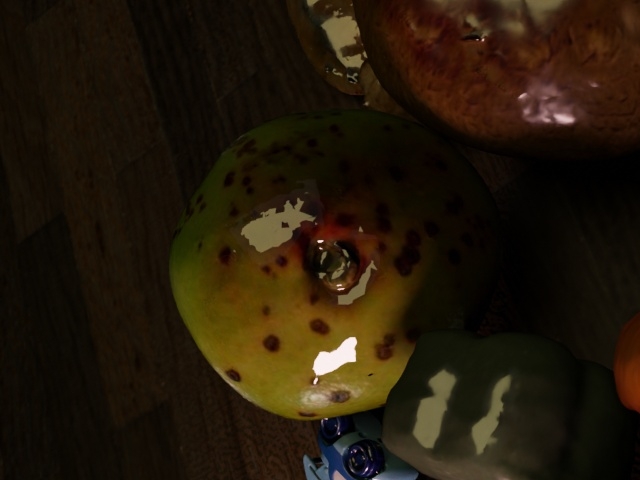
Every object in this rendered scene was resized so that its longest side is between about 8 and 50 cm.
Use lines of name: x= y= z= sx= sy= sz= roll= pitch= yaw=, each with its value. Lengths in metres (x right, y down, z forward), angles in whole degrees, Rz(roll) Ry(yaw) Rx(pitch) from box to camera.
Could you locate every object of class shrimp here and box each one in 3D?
shrimp: x=0.019 y=-0.241 z=1.293 sx=0.117 sy=0.066 sz=0.262 roll=-21 pitch=71 yaw=11

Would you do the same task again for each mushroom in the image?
mushroom: x=0.170 y=-0.209 z=1.066 sx=0.345 sy=0.239 sz=0.345 roll=-1 pitch=84 yaw=15

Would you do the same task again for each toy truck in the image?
toy truck: x=0.043 y=0.176 z=1.069 sx=0.136 sy=0.063 sz=0.074 roll=47 pitch=122 yaw=43

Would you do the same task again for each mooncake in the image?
mooncake: x=0.120 y=0.119 z=0.965 sx=0.169 sy=0.175 sz=0.104 roll=13 pitch=77 yaw=-4

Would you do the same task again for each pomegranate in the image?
pomegranate: x=0.015 y=-0.005 z=1.081 sx=0.231 sy=0.231 sz=0.286 roll=-35 pitch=20 yaw=19

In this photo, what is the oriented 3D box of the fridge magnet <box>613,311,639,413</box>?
fridge magnet: x=0.326 y=0.024 z=0.764 sx=0.364 sy=0.364 sz=0.155 roll=-23 pitch=87 yaw=27
